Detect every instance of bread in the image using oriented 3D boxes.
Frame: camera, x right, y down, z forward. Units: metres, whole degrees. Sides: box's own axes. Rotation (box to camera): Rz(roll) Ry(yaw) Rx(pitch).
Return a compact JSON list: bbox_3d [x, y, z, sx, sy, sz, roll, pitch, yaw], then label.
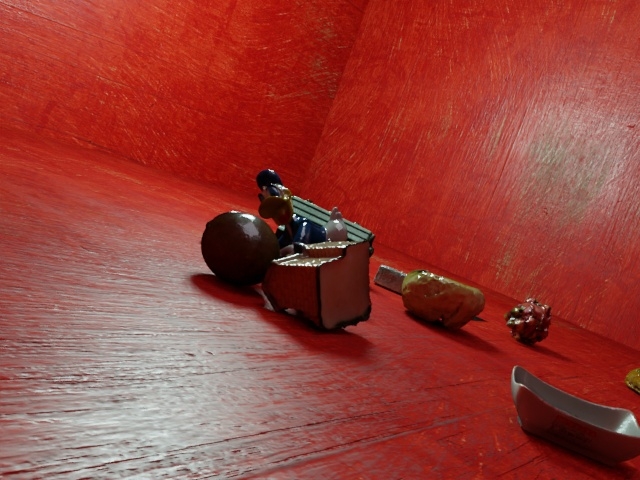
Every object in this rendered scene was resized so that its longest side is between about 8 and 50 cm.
[{"bbox_3d":[0.326,0.162,1.769,0.244,0.134,0.244,17,3,-1],"label":"bread"}]

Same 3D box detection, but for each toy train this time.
[{"bbox_3d":[0.000,0.000,1.999,0.330,0.178,0.139,25,-39,6],"label":"toy train"}]

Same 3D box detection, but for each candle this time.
[{"bbox_3d":[0.256,0.133,2.137,0.168,0.068,0.192,21,3,-24],"label":"candle"}]

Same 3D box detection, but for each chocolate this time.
[{"bbox_3d":[-0.159,0.026,1.315,0.176,0.177,0.177,20,5,-2],"label":"chocolate"}]

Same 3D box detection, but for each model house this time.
[{"bbox_3d":[-0.017,0.084,1.265,0.172,0.167,0.182,5,11,35],"label":"model house"}]

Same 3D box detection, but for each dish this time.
[{"bbox_3d":[0.407,0.291,1.042,0.212,0.077,0.151,21,7,11],"label":"dish"}]

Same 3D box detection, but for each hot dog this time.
[{"bbox_3d":[0.937,0.418,1.778,0.115,0.072,0.269,12,7,-5],"label":"hot dog"}]

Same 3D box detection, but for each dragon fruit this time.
[{"bbox_3d":[0.646,0.255,2.016,0.207,0.133,0.150,-1,26,-47],"label":"dragon fruit"}]

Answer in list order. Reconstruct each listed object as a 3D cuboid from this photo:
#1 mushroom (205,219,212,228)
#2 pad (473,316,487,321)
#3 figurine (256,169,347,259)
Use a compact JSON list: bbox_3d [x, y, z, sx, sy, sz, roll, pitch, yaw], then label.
[{"bbox_3d":[-0.252,-0.023,1.725,0.127,0.087,0.127,24,3,-1],"label":"mushroom"},{"bbox_3d":[0.479,0.247,2.161,0.116,0.004,0.193,25,6,36],"label":"pad"},{"bbox_3d":[-0.074,-0.012,1.563,0.339,0.283,0.204,58,-30,-1],"label":"figurine"}]
